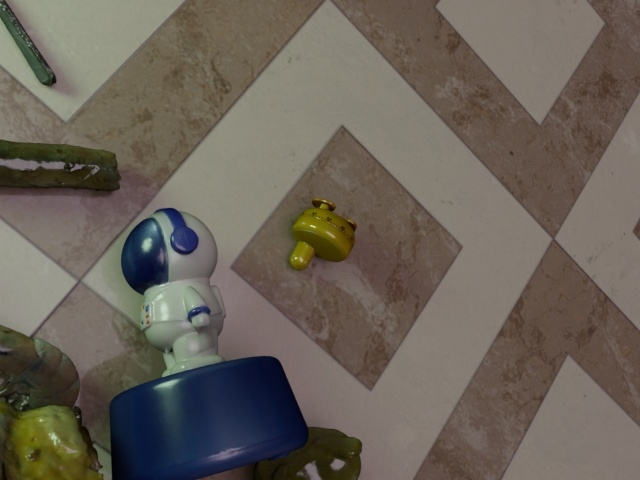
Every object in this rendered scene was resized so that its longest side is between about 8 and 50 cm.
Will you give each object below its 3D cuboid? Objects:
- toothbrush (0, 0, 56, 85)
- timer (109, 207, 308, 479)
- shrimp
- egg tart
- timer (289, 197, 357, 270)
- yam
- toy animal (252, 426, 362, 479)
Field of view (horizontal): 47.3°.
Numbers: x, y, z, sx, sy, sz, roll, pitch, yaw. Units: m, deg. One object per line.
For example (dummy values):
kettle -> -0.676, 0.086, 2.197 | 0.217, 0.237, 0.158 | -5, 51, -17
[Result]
toothbrush -> -0.468, -0.353, 1.050 | 0.030, 0.030, 0.297 | -38, 101, -35
timer -> -0.191, 0.140, 1.037 | 0.270, 0.270, 0.384 | -9, 74, -27
shrimp -> -0.448, 0.180, 0.978 | 0.254, 0.059, 0.145 | 30, 90, -34
egg tart -> -0.314, 0.321, 0.870 | 0.132, 0.345, 0.346 | -21, 94, -20
timer -> 0.000, 0.000, 1.206 | 0.107, 0.107, 0.109 | 37, 66, -19
yam -> -0.438, -0.110, 1.017 | 0.317, 0.071, 0.067 | 2, 120, -27
toy animal -> 0.033, 0.459, 1.130 | 0.181, 0.180, 0.363 | -37, 103, -30
